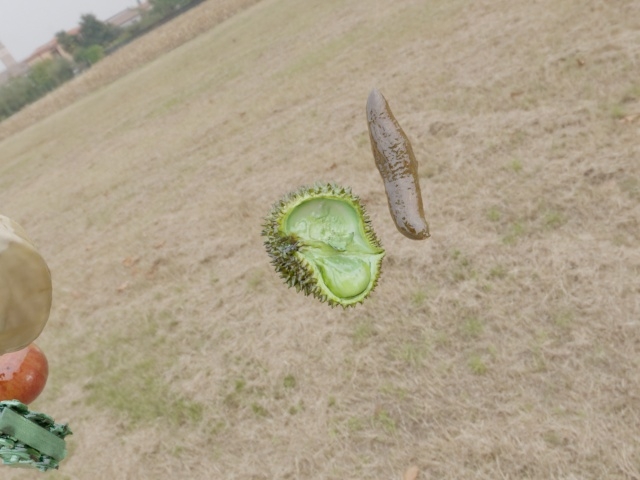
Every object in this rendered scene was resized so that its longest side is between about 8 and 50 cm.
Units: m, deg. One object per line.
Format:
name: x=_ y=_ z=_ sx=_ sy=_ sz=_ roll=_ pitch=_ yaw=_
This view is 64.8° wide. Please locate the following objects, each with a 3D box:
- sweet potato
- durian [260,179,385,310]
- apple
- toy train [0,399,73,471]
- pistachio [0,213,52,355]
sweet potato: x=0.170 y=-0.163 z=1.110 sx=0.092 sy=0.342 sz=0.114 roll=-17 pitch=-3 yaw=9
durian: x=0.002 y=0.003 z=0.915 sx=0.200 sy=0.237 sz=0.176 roll=-47 pitch=24 yaw=-19
apple: x=-0.788 y=0.330 z=1.235 sx=0.209 sy=0.164 sz=0.210 roll=-4 pitch=43 yaw=4
toy train: x=-0.439 y=0.278 z=0.719 sx=0.104 sy=0.178 sz=0.071 roll=-3 pitch=51 yaw=11
pistachio: x=-0.470 y=0.068 z=0.732 sx=0.157 sy=0.230 sz=0.157 roll=8 pitch=42 yaw=-7
